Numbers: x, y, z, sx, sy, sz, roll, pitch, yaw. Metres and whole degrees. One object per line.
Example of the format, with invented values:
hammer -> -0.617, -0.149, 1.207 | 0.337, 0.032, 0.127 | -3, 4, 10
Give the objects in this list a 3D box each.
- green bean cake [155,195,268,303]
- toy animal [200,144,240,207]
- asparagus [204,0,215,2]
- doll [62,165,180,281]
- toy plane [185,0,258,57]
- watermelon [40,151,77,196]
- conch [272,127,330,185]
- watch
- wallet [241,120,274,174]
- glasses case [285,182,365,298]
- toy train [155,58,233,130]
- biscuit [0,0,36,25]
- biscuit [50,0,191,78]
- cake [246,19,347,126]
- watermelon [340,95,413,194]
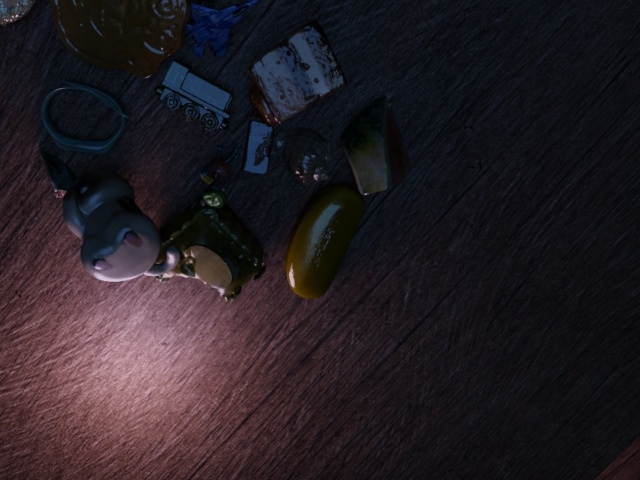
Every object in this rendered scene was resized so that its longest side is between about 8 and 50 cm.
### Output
green bean cake -> -0.342, 0.058, 1.853 | 0.285, 0.202, 0.310 | -41, 108, 10
toy animal -> -0.298, -0.193, 1.789 | 0.100, 0.209, 0.103 | -7, 140, 31
asparagus -> -0.378, -0.752, 1.649 | 0.080, 0.080, 0.287 | -37, 109, 6
doll -> -0.579, -0.046, 1.706 | 0.215, 0.226, 0.370 | -47, 68, 11
toy plane -> -0.269, -0.607, 1.695 | 0.246, 0.078, 0.169 | -31, 125, 9
watermelon -> -0.766, -0.185, 1.791 | 0.080, 0.101, 0.155 | -12, 100, 9
conch -> -0.048, -0.259, 1.853 | 0.207, 0.130, 0.155 | 41, 65, 5
watch -> -0.663, -0.346, 1.756 | 0.236, 0.068, 0.195 | 8, 105, -5
wallet -> -0.187, -0.277, 1.856 | 0.082, 0.018, 0.157 | 10, 106, -10
glasses case -> 0.000, 0.000, 1.905 | 0.173, 0.141, 0.372 | 21, 104, -12
toy train -> -0.349, -0.405, 1.759 | 0.225, 0.090, 0.137 | 26, 100, -14
biscuit -> -0.812, -0.701, 1.608 | 0.179, 0.084, 0.281 | 9, 106, -9
biscuit -> -0.526, -0.627, 1.623 | 0.364, 0.062, 0.385 | 22, 118, -5
cake -> -0.088, -0.454, 1.725 | 0.292, 0.196, 0.199 | -29, 107, 8
watermelon -> 0.176, -0.257, 1.828 | 0.192, 0.232, 0.310 | -18, 64, 2
